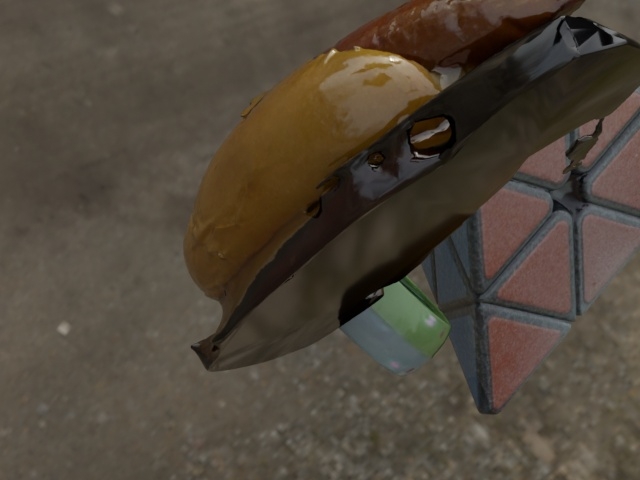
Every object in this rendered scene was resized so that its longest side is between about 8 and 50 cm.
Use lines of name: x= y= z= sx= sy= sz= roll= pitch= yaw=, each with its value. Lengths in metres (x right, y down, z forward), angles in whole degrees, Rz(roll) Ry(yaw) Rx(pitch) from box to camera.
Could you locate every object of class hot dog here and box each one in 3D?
hot dog: x=0.031 y=-0.052 z=0.819 sx=0.194 sy=0.326 sz=0.107 roll=-8 pitch=66 yaw=-55

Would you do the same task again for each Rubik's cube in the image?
Rubik's cube: x=0.148 y=-0.053 z=1.178 sx=0.229 sy=0.233 sz=0.228 roll=43 pitch=33 yaw=-2

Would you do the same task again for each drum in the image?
drum: x=-0.009 y=-0.007 z=1.034 sx=0.253 sy=0.049 sz=0.130 roll=47 pitch=6 yaw=32
